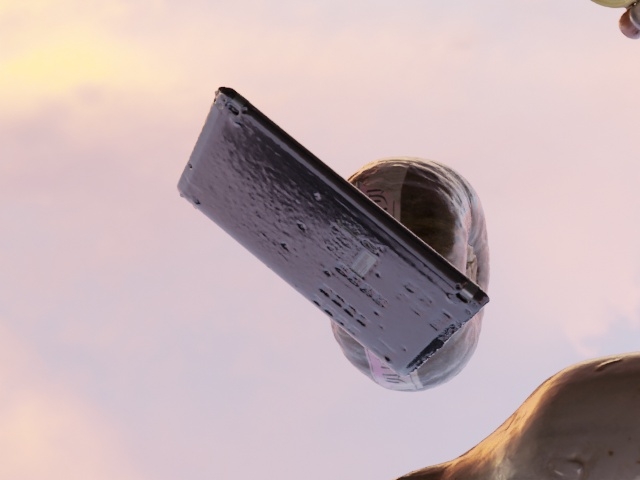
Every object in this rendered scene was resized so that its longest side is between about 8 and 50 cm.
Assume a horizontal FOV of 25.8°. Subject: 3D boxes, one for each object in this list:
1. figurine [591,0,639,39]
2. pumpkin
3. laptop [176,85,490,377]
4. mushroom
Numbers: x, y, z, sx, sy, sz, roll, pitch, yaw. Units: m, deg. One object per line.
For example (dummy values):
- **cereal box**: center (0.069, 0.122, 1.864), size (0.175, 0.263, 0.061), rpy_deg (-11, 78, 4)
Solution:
- **figurine**: center (0.332, -0.290, 1.178), size (0.275, 0.161, 0.158), rpy_deg (-34, -145, -28)
- **pumpkin**: center (0.082, 0.030, 1.540), size (0.189, 0.260, 0.260), rpy_deg (2, -152, 19)
- **laptop**: center (0.000, 0.000, 0.774), size (0.016, 0.180, 0.129), rpy_deg (-49, 176, -30)
- **mushroom**: center (0.126, 0.136, 0.843), size (0.225, 0.093, 0.116), rpy_deg (-23, -169, 28)
